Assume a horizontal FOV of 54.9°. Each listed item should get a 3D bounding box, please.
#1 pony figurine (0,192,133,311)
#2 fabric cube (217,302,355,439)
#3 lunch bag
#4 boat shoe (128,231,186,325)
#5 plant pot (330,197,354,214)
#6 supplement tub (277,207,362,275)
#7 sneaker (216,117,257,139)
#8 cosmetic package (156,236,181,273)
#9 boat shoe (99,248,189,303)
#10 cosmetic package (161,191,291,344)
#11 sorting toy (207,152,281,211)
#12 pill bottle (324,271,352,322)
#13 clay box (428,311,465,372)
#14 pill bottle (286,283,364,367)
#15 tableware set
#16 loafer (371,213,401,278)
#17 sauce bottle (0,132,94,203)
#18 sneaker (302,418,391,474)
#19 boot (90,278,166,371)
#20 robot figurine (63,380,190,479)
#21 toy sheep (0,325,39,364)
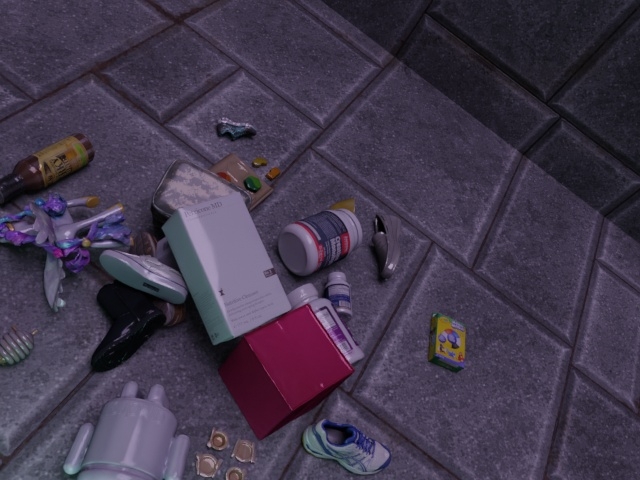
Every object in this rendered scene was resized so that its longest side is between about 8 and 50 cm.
[{"bbox_3d":[-0.744,-0.010,1.785,0.363,0.303,0.351,-15,33,-33],"label":"pony figurine"},{"bbox_3d":[-0.106,0.386,1.825,0.259,0.258,0.254,-21,68,-39],"label":"fabric cube"},{"bbox_3d":[-0.393,-0.089,2.020,0.305,0.256,0.213,26,69,-8],"label":"lunch bag"},{"bbox_3d":[-0.502,0.123,1.907,0.116,0.123,0.325,20,44,-57],"label":"boat shoe"},{"bbox_3d":[0.085,-0.099,2.398,0.095,0.134,0.134,2,52,2],"label":"plant pot"},{"bbox_3d":[0.000,0.000,2.218,0.272,0.191,0.191,-23,70,-39],"label":"supplement tub"},{"bbox_3d":[-0.336,-0.430,2.451,0.166,0.065,0.076,9,69,-20],"label":"sneaker"},{"bbox_3d":[-0.389,0.069,1.923,0.231,0.117,0.086,47,21,-38],"label":"cosmetic package"},{"bbox_3d":[-0.497,0.086,1.773,0.267,0.096,0.088,25,45,-11],"label":"boat shoe"},{"bbox_3d":[-0.271,0.077,1.772,0.217,0.156,0.385,-23,86,-36],"label":"cosmetic package"},{"bbox_3d":[-0.288,-0.242,2.338,0.229,0.041,0.307,40,47,3],"label":"sorting toy"},{"bbox_3d":[0.061,0.199,2.171,0.094,0.094,0.169,13,51,-21],"label":"pill bottle"},{"bbox_3d":[0.476,0.369,2.308,0.127,0.053,0.222,24,49,-13],"label":"clay box"},{"bbox_3d":[-0.002,0.297,2.012,0.169,0.169,0.302,-18,67,-38],"label":"pill bottle"},{"bbox_3d":[-0.263,0.610,1.729,0.168,0.020,0.141,25,48,-12],"label":"tableware set"},{"bbox_3d":[0.250,0.017,2.412,0.111,0.112,0.320,19,42,-10],"label":"loafer"},{"bbox_3d":[-0.877,-0.225,1.947,0.111,0.111,0.344,41,48,3],"label":"sauce bottle"},{"bbox_3d":[0.097,0.620,1.852,0.296,0.131,0.112,20,47,-18],"label":"sneaker"},{"bbox_3d":[-0.591,0.231,1.779,0.246,0.094,0.207,-42,57,-14],"label":"boot"},{"bbox_3d":[-0.480,0.535,1.538,0.299,0.200,0.354,2,50,6],"label":"robot figurine"},{"bbox_3d":[-0.806,0.276,1.626,0.091,0.091,0.132,44,66,6],"label":"toy sheep"}]
